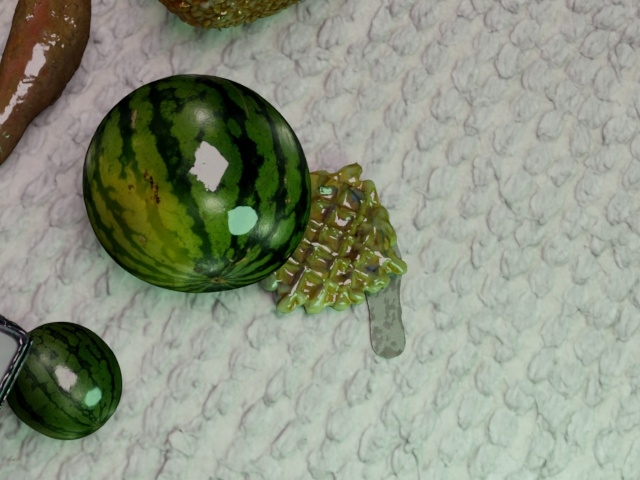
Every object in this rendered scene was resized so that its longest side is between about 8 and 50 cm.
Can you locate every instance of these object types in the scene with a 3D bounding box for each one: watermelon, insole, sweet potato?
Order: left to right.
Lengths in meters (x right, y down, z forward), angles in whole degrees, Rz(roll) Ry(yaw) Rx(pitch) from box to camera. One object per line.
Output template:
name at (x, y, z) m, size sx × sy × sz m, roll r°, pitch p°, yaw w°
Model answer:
sweet potato at (-0.387, -0.219, 1.735) m, size 0.109 × 0.109 × 0.385 m, roll 22°, pitch 71°, yaw -9°
watermelon at (-0.331, 0.159, 1.606) m, size 0.187 × 0.141 × 0.141 m, roll 45°, pitch 66°, yaw 8°
watermelon at (-0.156, -0.071, 1.654) m, size 0.285 × 0.285 × 0.285 m, roll 5°, pitch 71°, yaw -15°
insole at (0.088, 0.071, 1.832) m, size 0.065 × 0.006 × 0.193 m, roll 0°, pitch 73°, yaw -17°

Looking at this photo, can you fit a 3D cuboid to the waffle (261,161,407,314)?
waffle at (0.001, 0.000, 1.800) m, size 0.223 × 0.054 × 0.204 m, roll -15°, pitch 77°, yaw -18°

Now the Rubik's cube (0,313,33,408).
Rubik's cube at (-0.555, 0.166, 1.374) m, size 0.362 × 0.363 × 0.359 m, roll 26°, pitch 79°, yaw -19°

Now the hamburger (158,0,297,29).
hamburger at (-0.103, -0.443, 1.774) m, size 0.330 × 0.330 × 0.250 m, roll -34°, pitch 84°, yaw -23°
